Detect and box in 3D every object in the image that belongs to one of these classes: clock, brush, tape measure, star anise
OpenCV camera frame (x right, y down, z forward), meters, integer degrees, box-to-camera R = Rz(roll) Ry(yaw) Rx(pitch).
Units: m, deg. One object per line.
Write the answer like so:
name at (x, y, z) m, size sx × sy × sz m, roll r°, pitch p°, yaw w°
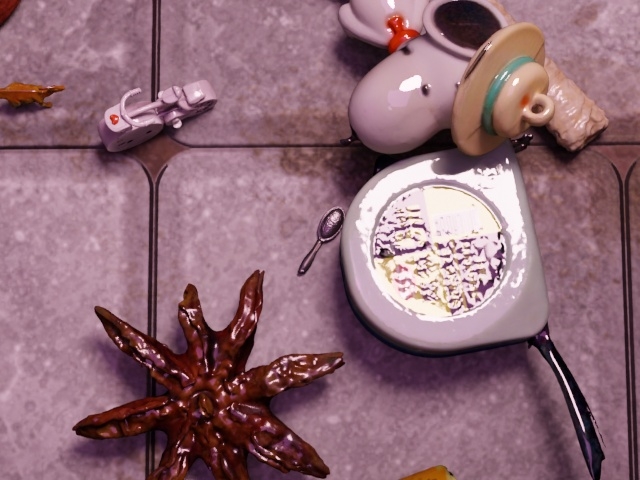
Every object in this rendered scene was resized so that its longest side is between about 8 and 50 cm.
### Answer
clock at (-0.169, -0.133, 1.031) m, size 0.129 × 0.087 × 0.041 m, roll -25°, pitch 84°, yaw -9°
brush at (0.000, 0.000, 1.048) m, size 0.024 × 0.008 × 0.083 m, roll 33°, pitch 85°, yaw 1°
tape measure at (0.140, 0.079, 0.985) m, size 0.215 × 0.098 × 0.352 m, roll -11°, pitch 76°, yaw -1°
star anise at (-0.111, 0.154, 0.997) m, size 0.288 × 0.088 × 0.288 m, roll 0°, pitch 82°, yaw 2°

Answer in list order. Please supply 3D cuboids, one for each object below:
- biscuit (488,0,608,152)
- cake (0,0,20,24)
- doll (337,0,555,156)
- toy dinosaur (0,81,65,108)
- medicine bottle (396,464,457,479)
biscuit at (0.211, -0.186, 1.041) m, size 0.061 × 0.055 × 0.219 m, roll -39°, pitch 84°, yaw -13°
cake at (-0.388, -0.339, 1.023) m, size 0.176 × 0.151 × 0.283 m, roll 17°, pitch 80°, yaw 7°
doll at (0.107, -0.209, 0.970) m, size 0.208 × 0.144 × 0.272 m, roll -11°, pitch 62°, yaw 13°
toy dinosaur at (-0.324, -0.154, 1.057) m, size 0.113 × 0.041 × 0.026 m, roll -4°, pitch 88°, yaw 5°
medicine bottle at (0.034, 0.308, 0.960) m, size 0.238 × 0.124 × 0.124 m, roll -19°, pitch 84°, yaw -1°
